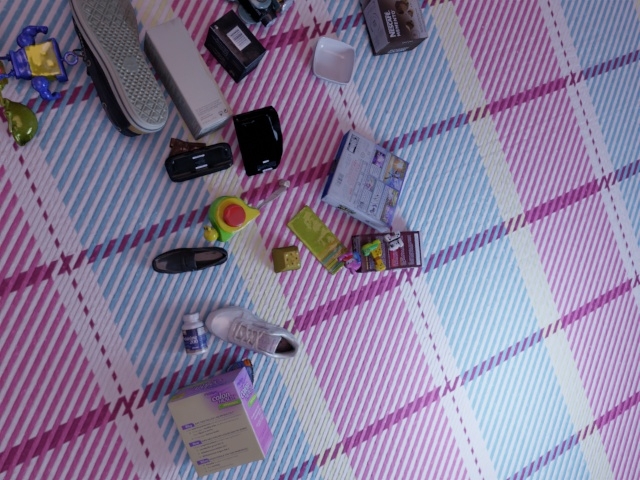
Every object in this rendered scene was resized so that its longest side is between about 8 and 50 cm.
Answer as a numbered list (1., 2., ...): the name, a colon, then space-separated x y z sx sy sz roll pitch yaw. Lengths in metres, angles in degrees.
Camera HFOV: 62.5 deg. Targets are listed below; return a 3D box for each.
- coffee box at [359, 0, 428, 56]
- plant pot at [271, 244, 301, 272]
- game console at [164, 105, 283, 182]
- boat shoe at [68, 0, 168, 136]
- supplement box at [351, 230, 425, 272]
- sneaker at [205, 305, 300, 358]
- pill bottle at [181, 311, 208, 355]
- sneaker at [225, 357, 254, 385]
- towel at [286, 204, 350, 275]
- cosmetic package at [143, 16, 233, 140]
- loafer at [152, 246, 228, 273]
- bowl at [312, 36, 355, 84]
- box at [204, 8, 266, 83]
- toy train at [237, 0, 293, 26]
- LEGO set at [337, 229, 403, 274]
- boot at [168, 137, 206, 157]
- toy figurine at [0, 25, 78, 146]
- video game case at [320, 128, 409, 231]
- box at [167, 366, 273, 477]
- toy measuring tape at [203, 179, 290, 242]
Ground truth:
1. coffee box: 0.238 -0.806 1.807 0.168 0.119 0.297 -15 93 -20
2. plant pot: -0.101 0.059 1.676 0.082 0.083 0.081 -8 91 -20
3. game console: -0.287 -0.268 1.584 0.361 0.213 0.044 -18 49 -11
4. boat shoe: -0.587 -0.522 1.475 0.187 0.156 0.500 -26 95 -48
5. supplement box: 0.231 0.038 1.799 0.240 0.073 0.130 -3 89 -20
6. sneaker: -0.196 0.279 1.600 0.305 0.152 0.114 21 84 -16
7. pill bottle: -0.379 0.279 1.579 0.067 0.067 0.120 -11 91 -19
8. sneaker: -0.244 0.476 1.624 0.087 0.083 0.221 -6 87 -4
9. towel: 0.000 0.000 1.747 0.102 0.021 0.237 -46 102 -16
10. cosmetic package: -0.391 -0.468 1.555 0.113 0.160 0.309 -31 99 -19
11. loafer: -0.388 0.055 1.578 0.223 0.078 0.076 -8 90 -19
12. bowl: 0.039 -0.596 1.765 0.142 0.053 0.142 12 85 -19
13. box: -0.261 -0.585 1.603 0.093 0.158 0.156 -45 102 -15
14. toy train: -0.227 -0.834 1.642 0.334 0.142 0.190 49 65 -12
15. LEGO set: 0.165 0.059 1.689 0.227 0.087 0.093 -24 80 -18
16. boot: -0.404 -0.255 1.609 0.114 0.037 0.106 8 87 -24
17. toy figurine: -0.758 -0.458 1.417 0.217 0.191 0.362 -17 95 -24
18. video game case: 0.152 -0.199 1.756 0.244 0.061 0.269 27 65 -16
19. box: -0.286 0.526 1.534 0.214 0.117 0.242 -20 96 10
20. toy measuring tape: -0.237 -0.119 1.623 0.330 0.121 0.121 -43 102 -23
